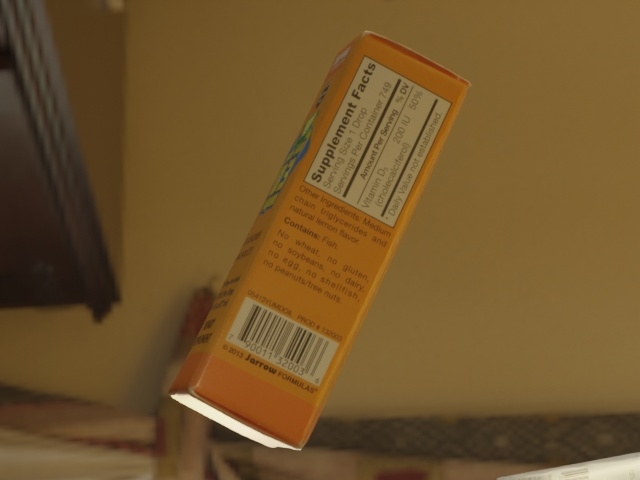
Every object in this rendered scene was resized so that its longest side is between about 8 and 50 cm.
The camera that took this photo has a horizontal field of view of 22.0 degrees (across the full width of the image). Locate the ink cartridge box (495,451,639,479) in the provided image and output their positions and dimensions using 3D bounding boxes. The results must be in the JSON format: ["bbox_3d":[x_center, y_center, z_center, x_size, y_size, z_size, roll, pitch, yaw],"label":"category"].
[{"bbox_3d":[0.158,0.153,0.804,0.099,0.135,0.056,-80,155,-62],"label":"ink cartridge box"}]

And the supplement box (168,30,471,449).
[{"bbox_3d":[0.000,0.000,0.943,0.233,0.080,0.078,-62,-171,-12],"label":"supplement box"}]
